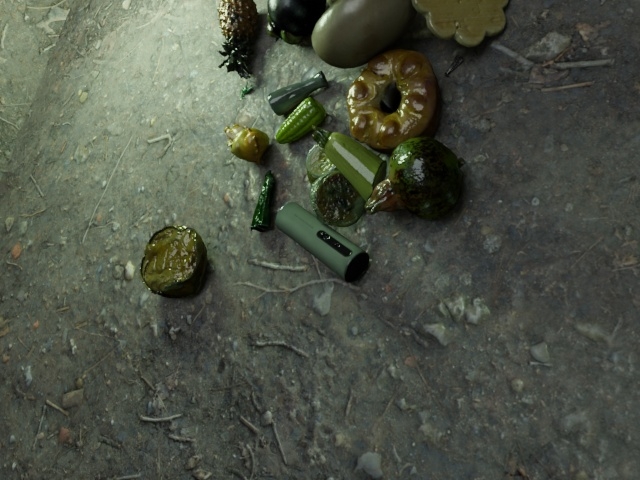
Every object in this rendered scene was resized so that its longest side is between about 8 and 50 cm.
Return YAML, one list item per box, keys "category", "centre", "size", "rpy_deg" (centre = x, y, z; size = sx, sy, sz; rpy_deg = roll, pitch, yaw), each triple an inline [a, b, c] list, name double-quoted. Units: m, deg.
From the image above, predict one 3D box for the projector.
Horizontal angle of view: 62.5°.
- category: "projector"
  centre: [0.000, 0.000, 1.632]
  size: [0.337, 0.108, 0.108]
  rpy_deg: [36, 95, 35]

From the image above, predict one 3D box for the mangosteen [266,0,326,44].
- category: "mangosteen"
  centre: [-0.095, -0.826, 1.904]
  size: [0.243, 0.243, 0.242]
  rpy_deg: [-10, 70, 29]

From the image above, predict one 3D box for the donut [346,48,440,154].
- category: "donut"
  centre: [0.227, -0.414, 1.596]
  size: [0.299, 0.150, 0.317]
  rpy_deg: [36, 94, 35]

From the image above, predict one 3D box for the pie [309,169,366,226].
- category: "pie"
  centre: [0.056, -0.129, 1.629]
  size: [0.187, 0.041, 0.186]
  rpy_deg: [1, 76, -5]

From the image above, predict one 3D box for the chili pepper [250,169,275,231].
- category: "chili pepper"
  centre: [-0.194, -0.143, 1.833]
  size: [0.088, 0.059, 0.226]
  rpy_deg: [-11, 65, 43]

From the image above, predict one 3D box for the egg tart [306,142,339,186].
- category: "egg tart"
  centre: [0.025, -0.251, 1.716]
  size: [0.197, 0.078, 0.197]
  rpy_deg: [-8, 75, 29]

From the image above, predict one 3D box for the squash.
- category: "squash"
  centre: [0.096, -0.259, 1.594]
  size: [0.137, 0.137, 0.287]
  rpy_deg: [-44, 77, 13]

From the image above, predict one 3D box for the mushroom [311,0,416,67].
- category: "mushroom"
  centre: [0.118, -0.713, 1.634]
  size: [0.362, 0.362, 0.294]
  rpy_deg: [-31, 103, 21]

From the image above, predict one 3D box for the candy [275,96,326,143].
- category: "candy"
  centre: [-0.076, -0.404, 1.821]
  size: [0.209, 0.097, 0.096]
  rpy_deg: [-35, 59, 28]

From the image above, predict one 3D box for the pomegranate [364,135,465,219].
- category: "pomegranate"
  centre: [0.264, -0.151, 1.470]
  size: [0.276, 0.204, 0.221]
  rpy_deg: [-47, 47, 33]

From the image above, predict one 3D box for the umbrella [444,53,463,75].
- category: "umbrella"
  centre: [0.406, -0.536, 1.604]
  size: [0.031, 0.020, 0.083]
  rpy_deg: [45, 106, 34]

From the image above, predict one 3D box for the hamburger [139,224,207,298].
- category: "hamburger"
  centre: [-0.532, 0.079, 1.929]
  size: [0.285, 0.134, 0.265]
  rpy_deg: [7, 76, 26]

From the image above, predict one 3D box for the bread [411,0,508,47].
- category: "bread"
  centre: [0.411, -0.709, 1.541]
  size: [0.316, 0.054, 0.315]
  rpy_deg: [1, 83, -12]

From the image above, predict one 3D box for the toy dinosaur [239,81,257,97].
- category: "toy dinosaur"
  centre: [-0.286, -0.581, 2.049]
  size: [0.083, 0.021, 0.062]
  rpy_deg: [25, 96, 39]

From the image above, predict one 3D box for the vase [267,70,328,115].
- category: "vase"
  centre: [-0.077, -0.526, 1.868]
  size: [0.214, 0.086, 0.086]
  rpy_deg: [-23, 64, 19]

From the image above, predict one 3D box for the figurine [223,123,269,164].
- category: "figurine"
  centre: [-0.274, -0.361, 1.920]
  size: [0.156, 0.131, 0.246]
  rpy_deg: [-21, 38, -19]

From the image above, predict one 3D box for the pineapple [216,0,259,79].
- category: "pineapple"
  centre: [-0.322, -0.783, 2.071]
  size: [0.169, 0.169, 0.340]
  rpy_deg: [-7, 82, 30]
